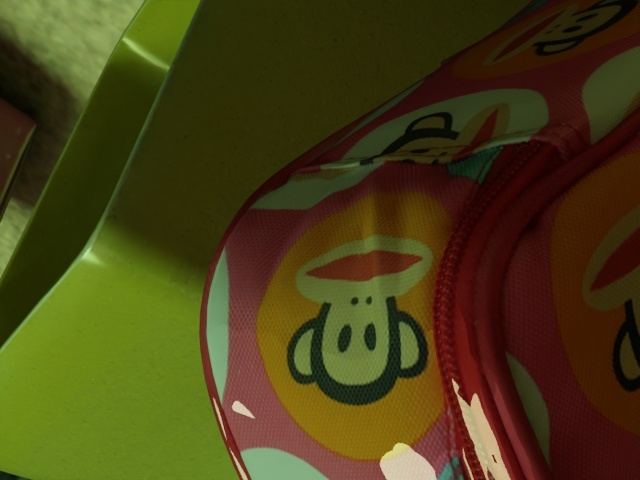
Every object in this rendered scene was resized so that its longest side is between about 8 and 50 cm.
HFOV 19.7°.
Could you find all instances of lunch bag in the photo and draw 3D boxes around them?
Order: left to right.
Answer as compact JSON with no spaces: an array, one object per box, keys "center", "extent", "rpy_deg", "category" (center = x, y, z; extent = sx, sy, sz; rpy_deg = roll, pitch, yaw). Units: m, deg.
[{"center":[0.120,0.049,0.530],"extent":[0.120,0.293,0.258],"rpy_deg":[-5,116,45],"category":"lunch bag"}]

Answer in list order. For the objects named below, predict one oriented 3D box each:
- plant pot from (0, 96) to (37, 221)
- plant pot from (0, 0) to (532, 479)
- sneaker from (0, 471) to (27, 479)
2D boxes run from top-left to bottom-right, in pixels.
[{"center":[-0.243,-0.032,0.880],"extent":[0.180,0.201,0.201],"rpy_deg":[23,147,-8],"category":"plant pot"},{"center":[0.000,0.000,0.695],"extent":[0.187,0.212,0.212],"rpy_deg":[29,148,-13],"category":"plant pot"},{"center":[-0.248,0.211,1.111],"extent":[0.410,0.158,0.182],"rpy_deg":[-29,131,24],"category":"sneaker"}]
